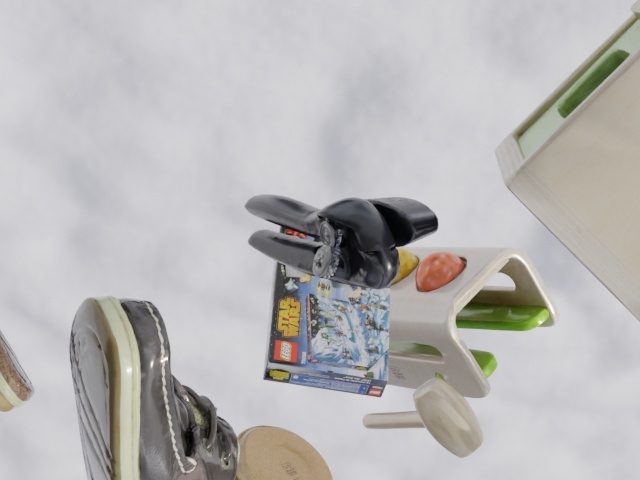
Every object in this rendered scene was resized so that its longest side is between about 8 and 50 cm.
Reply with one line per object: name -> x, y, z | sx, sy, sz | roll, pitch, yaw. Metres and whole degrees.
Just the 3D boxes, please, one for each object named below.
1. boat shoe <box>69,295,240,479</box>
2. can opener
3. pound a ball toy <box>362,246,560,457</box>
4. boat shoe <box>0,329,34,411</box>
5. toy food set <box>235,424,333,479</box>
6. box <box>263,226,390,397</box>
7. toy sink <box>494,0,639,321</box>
boat shoe -> -0.077, 0.104, 0.668 | 0.073, 0.080, 0.224 | -13, 137, -17
can opener -> 0.000, 0.000, 0.887 | 0.073, 0.059, 0.186 | -2, -177, -32
pound a ball toy -> 0.086, 0.091, 1.402 | 0.319, 0.208, 0.136 | 0, 127, 58
boat shoe -> -0.257, 0.084, 0.964 | 0.190, 0.072, 0.068 | 29, 145, 63
toy food set -> -0.026, 0.158, 0.908 | 0.082, 0.083, 0.020 | 42, 120, 9
box -> 0.007, 0.054, 1.070 | 0.093, 0.137, 0.027 | 10, 140, -6
toy sink -> 0.222, -0.085, 0.773 | 0.131, 0.153, 0.234 | 45, 102, -4
